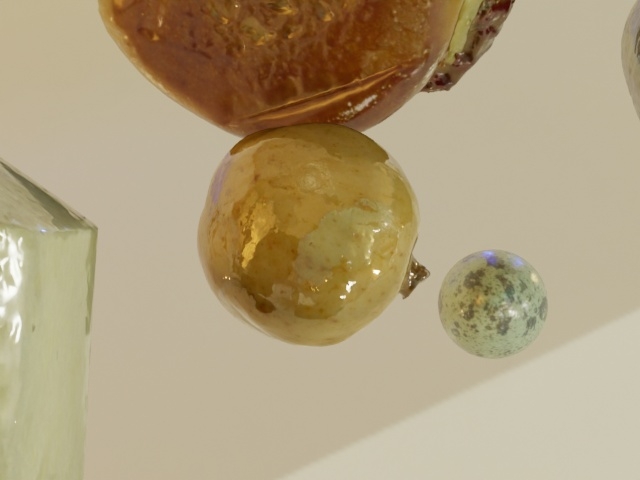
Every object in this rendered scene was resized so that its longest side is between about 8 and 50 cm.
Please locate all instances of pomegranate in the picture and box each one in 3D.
[{"bbox_3d":[0.000,0.000,1.224,0.196,0.196,0.196,2,-134,-2],"label":"pomegranate"}]

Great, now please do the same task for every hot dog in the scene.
[{"bbox_3d":[0.008,-0.213,1.353,0.405,0.223,0.185,-13,-162,31],"label":"hot dog"}]

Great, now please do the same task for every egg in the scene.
[{"bbox_3d":[0.207,0.075,1.808,0.132,0.172,0.132,-1,-97,6],"label":"egg"}]

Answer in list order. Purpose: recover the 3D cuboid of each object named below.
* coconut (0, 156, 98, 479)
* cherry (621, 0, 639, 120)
[{"bbox_3d":[-0.260,0.051,0.757,0.323,0.323,0.323,2,-134,-2],"label":"coconut"},{"bbox_3d":[0.378,-0.133,1.269,0.255,0.218,0.296,11,-156,-34],"label":"cherry"}]
